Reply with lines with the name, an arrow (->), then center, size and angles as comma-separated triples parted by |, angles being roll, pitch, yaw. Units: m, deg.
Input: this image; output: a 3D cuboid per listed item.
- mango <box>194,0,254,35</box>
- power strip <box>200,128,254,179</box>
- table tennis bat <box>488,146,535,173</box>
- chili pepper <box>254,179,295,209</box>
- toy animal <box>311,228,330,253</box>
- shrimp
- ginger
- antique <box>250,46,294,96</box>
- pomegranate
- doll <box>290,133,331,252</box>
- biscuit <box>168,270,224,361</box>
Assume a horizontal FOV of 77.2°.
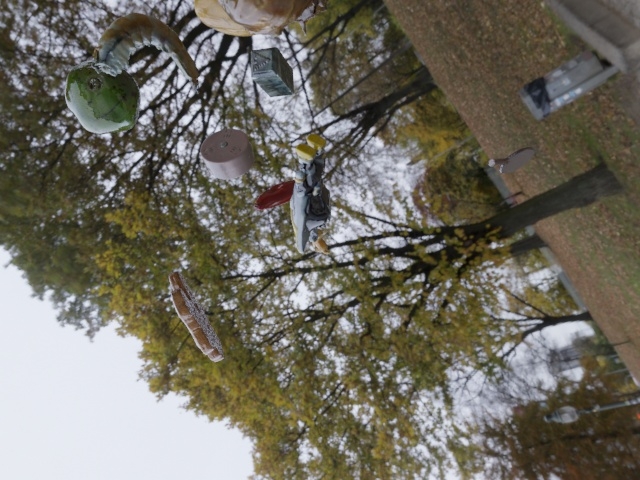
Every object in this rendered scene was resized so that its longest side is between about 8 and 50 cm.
mango -> -0.245, -0.680, 1.199 | 0.157, 0.262, 0.108 | 103, 173, -79
power strip -> -0.283, -0.262, 1.215 | 0.078, 0.154, 0.154 | 79, -176, -56
table tennis bat -> 0.576, -0.192, 1.153 | 0.170, 0.107, 0.119 | -9, -120, -27
chili pepper -> -0.160, -0.216, 1.832 | 0.388, 0.110, 0.110 | -27, -92, -43
toy animal -> 0.000, 0.000, 1.280 | 0.061, 0.083, 0.081 | -27, -120, -23
shrimp -> -0.483, -0.539, 1.138 | 0.287, 0.068, 0.185 | 1, -81, -40
ginger -> -0.071, -0.540, 0.847 | 0.254, 0.176, 0.418 | 66, -150, -47
antique -> -0.149, -0.524, 1.252 | 0.183, 0.086, 0.088 | -4, -88, -77
pomegranate -> -0.760, -0.494, 1.418 | 0.255, 0.270, 0.254 | 4, -101, -20
doll -> -0.024, -0.108, 1.011 | 0.316, 0.103, 0.145 | 92, -176, -47
biscuit -> -0.382, 0.248, 1.229 | 0.202, 0.047, 0.333 | 52, 164, 52
